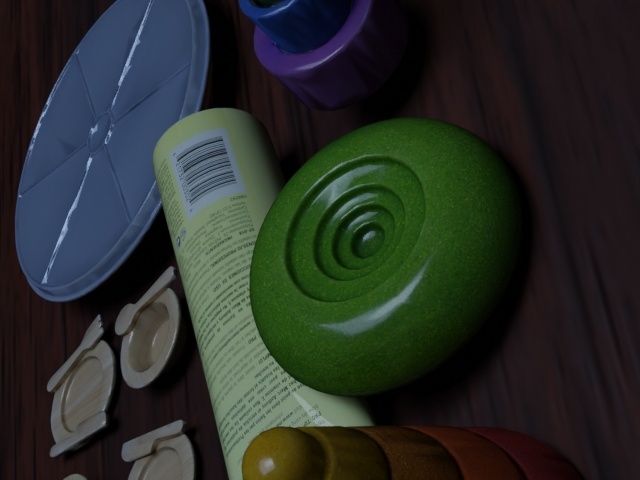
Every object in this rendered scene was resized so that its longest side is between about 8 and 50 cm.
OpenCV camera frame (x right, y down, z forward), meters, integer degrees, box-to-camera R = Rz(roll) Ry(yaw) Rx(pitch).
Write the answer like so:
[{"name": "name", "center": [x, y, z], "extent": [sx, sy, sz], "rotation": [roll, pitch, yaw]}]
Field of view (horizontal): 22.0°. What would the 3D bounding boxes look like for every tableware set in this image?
[{"name": "tableware set", "center": [-0.109, 0.102, 0.861], "extent": [0.141, 0.020, 0.168], "rotation": [-37, 43, 38]}]

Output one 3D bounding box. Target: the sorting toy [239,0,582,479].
[{"name": "sorting toy", "center": [0.000, 0.000, 0.634], "extent": [0.127, 0.126, 0.365], "rotation": [-27, 49, 21]}]

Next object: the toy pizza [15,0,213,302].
[{"name": "toy pizza", "center": [-0.115, -0.057, 0.954], "extent": [0.201, 0.032, 0.201], "rotation": [-34, 44, 41]}]

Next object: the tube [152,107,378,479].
[{"name": "tube", "center": [-0.025, 0.043, 0.747], "extent": [0.070, 0.062, 0.240], "rotation": [89, 166, -48]}]
